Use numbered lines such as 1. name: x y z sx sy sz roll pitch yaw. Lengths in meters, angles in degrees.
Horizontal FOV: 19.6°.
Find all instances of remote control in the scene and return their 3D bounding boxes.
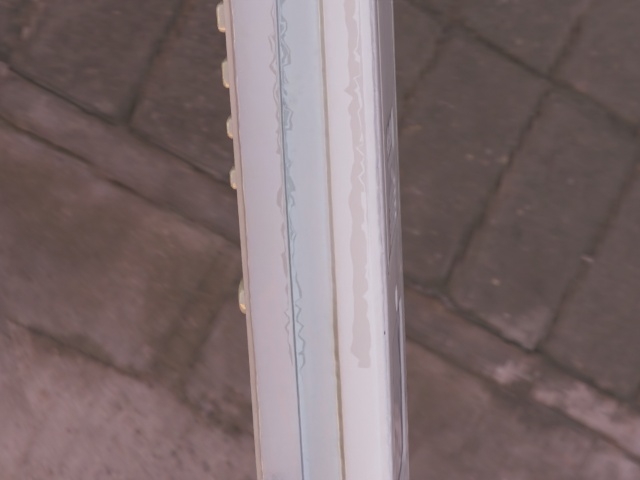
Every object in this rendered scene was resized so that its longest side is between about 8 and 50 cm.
1. remote control: 0.000 0.000 0.681 0.056 0.103 0.277 0 108 7
